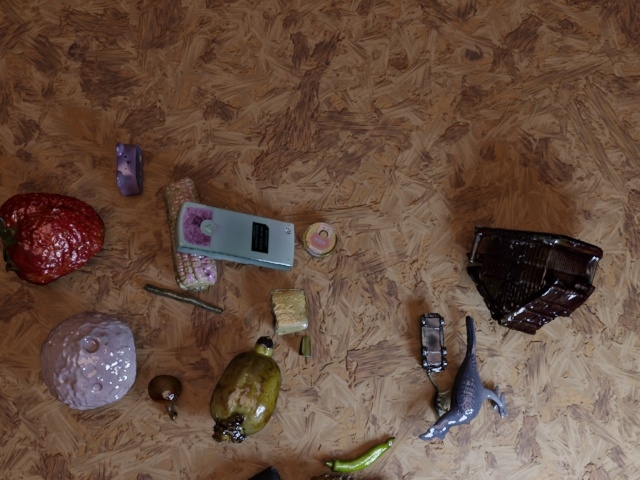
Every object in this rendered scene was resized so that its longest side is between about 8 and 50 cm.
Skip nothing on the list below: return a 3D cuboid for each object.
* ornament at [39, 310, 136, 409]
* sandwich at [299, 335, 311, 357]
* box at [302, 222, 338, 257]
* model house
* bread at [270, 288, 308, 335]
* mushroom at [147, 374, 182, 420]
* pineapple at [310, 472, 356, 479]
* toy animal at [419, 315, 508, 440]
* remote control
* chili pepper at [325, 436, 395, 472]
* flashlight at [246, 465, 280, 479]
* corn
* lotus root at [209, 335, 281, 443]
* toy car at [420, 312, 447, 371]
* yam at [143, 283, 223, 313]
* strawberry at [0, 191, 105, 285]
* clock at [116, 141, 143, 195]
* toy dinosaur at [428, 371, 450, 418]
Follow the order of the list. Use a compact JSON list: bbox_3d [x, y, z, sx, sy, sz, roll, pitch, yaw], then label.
[{"bbox_3d":[-0.606,0.310,1.724,0.225,0.259,0.260,-6,77,-27],"label":"ornament"},{"bbox_3d":[-0.044,0.311,1.871,0.030,0.083,0.044,12,121,-6],"label":"sandwich"},{"bbox_3d":[0.000,0.000,1.944,0.105,0.037,0.106,1,77,-4],"label":"box"},{"bbox_3d":[0.599,0.125,1.890,0.317,0.297,0.283,14,84,-39],"label":"model house"},{"bbox_3d":[-0.089,0.204,1.873,0.106,0.082,0.125,-1,67,-14],"label":"bread"},{"bbox_3d":[-0.413,0.425,1.806,0.088,0.072,0.130,-21,81,-42],"label":"mushroom"},{"bbox_3d":[0.108,0.688,1.751,0.278,0.158,0.158,2,77,-14],"label":"pineapple"},{"bbox_3d":[0.427,0.415,1.836,0.205,0.081,0.367,28,73,-11],"label":"toy animal"},{"bbox_3d":[-0.236,-0.012,1.857,0.343,0.050,0.145,12,64,-23],"label":"remote control"},{"bbox_3d":[0.115,0.598,1.818,0.208,0.043,0.049,-15,53,-12],"label":"chili pepper"},{"bbox_3d":[-0.286,0.735,1.730,0.423,0.103,0.103,-28,80,-9],"label":"flashlight"},{"bbox_3d":[-0.373,-0.020,1.884,0.126,0.127,0.336,-11,77,-6],"label":"corn"},{"bbox_3d":[-0.195,0.406,1.789,0.169,0.141,0.314,25,68,-1],"label":"lotus root"},{"bbox_3d":[0.316,0.289,1.885,0.071,0.062,0.165,0,77,-4],"label":"toy car"},{"bbox_3d":[-0.389,0.164,1.891,0.234,0.029,0.027,18,104,-1],"label":"yam"},{"bbox_3d":[-0.729,-0.010,1.814,0.276,0.257,0.258,-12,78,-23],"label":"strawberry"},{"bbox_3d":[-0.552,-0.211,1.921,0.050,0.110,0.153,-4,78,-1],"label":"clock"},{"bbox_3d":[0.341,0.457,1.864,0.058,0.037,0.180,-10,70,15],"label":"toy dinosaur"}]
